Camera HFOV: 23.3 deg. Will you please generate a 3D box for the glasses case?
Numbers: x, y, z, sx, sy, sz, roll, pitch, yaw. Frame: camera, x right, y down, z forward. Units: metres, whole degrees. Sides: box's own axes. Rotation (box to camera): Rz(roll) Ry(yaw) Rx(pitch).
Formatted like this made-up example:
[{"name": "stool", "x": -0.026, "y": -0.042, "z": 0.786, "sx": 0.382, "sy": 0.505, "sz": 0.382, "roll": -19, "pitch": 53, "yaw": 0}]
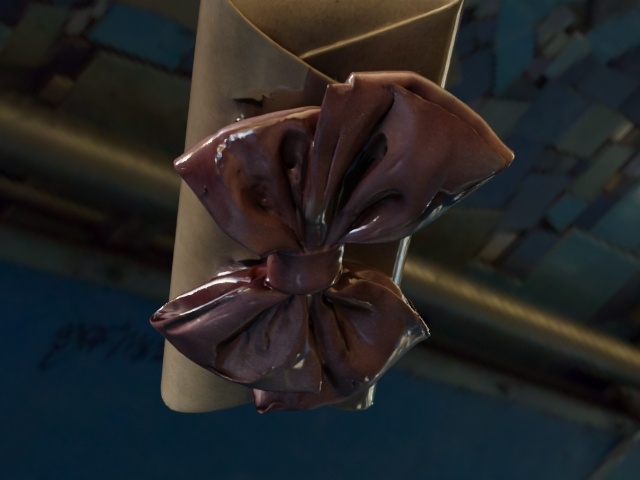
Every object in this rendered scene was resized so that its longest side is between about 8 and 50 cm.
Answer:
[{"name": "glasses case", "x": 0.000, "y": 0.000, "z": 0.492, "sx": 0.102, "sy": 0.193, "sz": 0.070, "roll": 16, "pitch": -137, "yaw": 6}]
